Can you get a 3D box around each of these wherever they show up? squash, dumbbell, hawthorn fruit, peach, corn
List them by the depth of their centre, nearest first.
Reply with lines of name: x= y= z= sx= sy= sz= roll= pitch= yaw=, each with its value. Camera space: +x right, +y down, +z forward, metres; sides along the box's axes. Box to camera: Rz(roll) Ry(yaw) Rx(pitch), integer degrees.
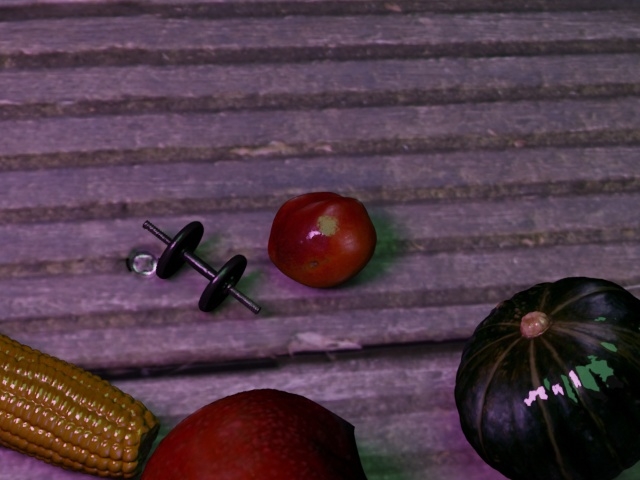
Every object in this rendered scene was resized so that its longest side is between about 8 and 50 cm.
hawthorn fruit: x=-0.076 y=0.250 z=1.633 sx=0.266 sy=0.210 sz=0.230 roll=-15 pitch=65 yaw=-8
corn: x=-0.295 y=0.134 z=1.715 sx=0.305 sy=0.106 sz=0.106 roll=20 pitch=55 yaw=-3
squash: x=0.233 y=0.136 z=1.784 sx=0.172 sy=0.218 sz=0.218 roll=50 pitch=53 yaw=-22
dumbbell: x=-0.117 y=0.026 z=1.846 sx=0.147 sy=0.069 sz=0.069 roll=37 pitch=57 yaw=11
peach: x=0.000 y=0.001 z=1.876 sx=0.100 sy=0.101 sz=0.101 roll=6 pitch=56 yaw=-9
